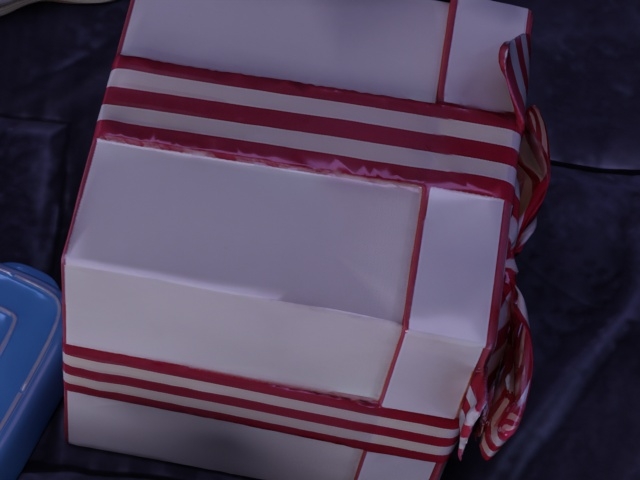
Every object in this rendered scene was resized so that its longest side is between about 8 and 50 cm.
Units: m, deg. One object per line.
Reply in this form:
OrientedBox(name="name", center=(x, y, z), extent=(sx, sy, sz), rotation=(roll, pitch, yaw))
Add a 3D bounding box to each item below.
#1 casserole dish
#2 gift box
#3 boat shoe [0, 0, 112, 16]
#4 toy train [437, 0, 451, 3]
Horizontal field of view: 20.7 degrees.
OrientedBox(name="casserole dish", center=(-0.215, 0.082, 1.046), extent=(0.114, 0.037, 0.188), rotation=(22, 59, 7))
OrientedBox(name="gift box", center=(0.000, 0.000, 0.992), extent=(0.258, 0.276, 0.255), rotation=(11, 63, -2))
OrientedBox(name="boat shoe", center=(-0.206, -0.188, 1.206), extent=(0.153, 0.048, 0.056), rotation=(-3, 59, -10))
OrientedBox(name="toy train", center=(0.004, -0.191, 1.069), extent=(0.190, 0.334, 0.142), rotation=(2, 77, -14))
